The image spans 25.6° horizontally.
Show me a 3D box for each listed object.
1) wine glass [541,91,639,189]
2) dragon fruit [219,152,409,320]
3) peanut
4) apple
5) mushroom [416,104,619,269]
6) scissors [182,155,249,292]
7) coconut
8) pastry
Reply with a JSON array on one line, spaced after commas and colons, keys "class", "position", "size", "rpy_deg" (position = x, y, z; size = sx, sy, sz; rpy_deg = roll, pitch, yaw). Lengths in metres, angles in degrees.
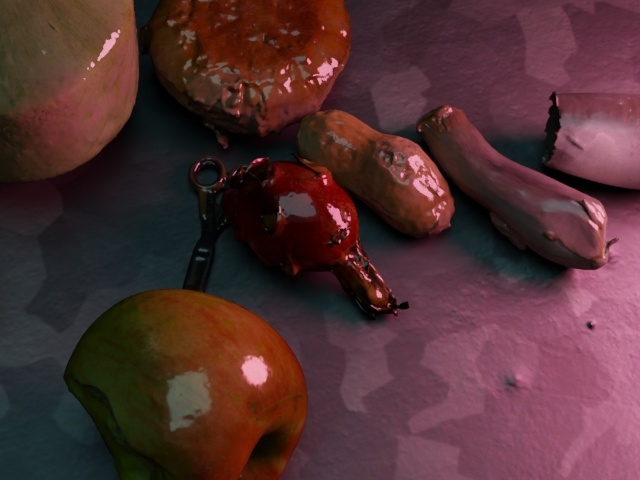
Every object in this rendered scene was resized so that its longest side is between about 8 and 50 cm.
[{"class": "wine glass", "position": [0.363, -0.115, 1.641], "size": [0.204, 0.111, 0.111], "rpy_deg": [6, 62, -2]}, {"class": "dragon fruit", "position": [0.000, 0.000, 1.580], "size": [0.246, 0.125, 0.125], "rpy_deg": [46, 55, 3]}, {"class": "peanut", "position": [0.064, -0.082, 1.633], "size": [0.214, 0.099, 0.099], "rpy_deg": [31, 65, 20]}, {"class": "apple", "position": [-0.142, 0.168, 1.407], "size": [0.226, 0.246, 0.246], "rpy_deg": [31, 65, 22]}, {"class": "mushroom", "position": [0.221, -0.062, 1.622], "size": [0.278, 0.099, 0.096], "rpy_deg": [37, 61, 20]}, {"class": "scissors", "position": [-0.130, 0.002, 1.617], "size": [0.088, 0.017, 0.220], "rpy_deg": [13, 63, 1]}, {"class": "coconut", "position": [-0.338, -0.229, 1.559], "size": [0.281, 0.328, 0.328], "rpy_deg": [18, 63, 10]}, {"class": "pastry", "position": [-0.082, -0.238, 1.691], "size": [0.235, 0.121, 0.257], "rpy_deg": [32, 64, 10]}]
